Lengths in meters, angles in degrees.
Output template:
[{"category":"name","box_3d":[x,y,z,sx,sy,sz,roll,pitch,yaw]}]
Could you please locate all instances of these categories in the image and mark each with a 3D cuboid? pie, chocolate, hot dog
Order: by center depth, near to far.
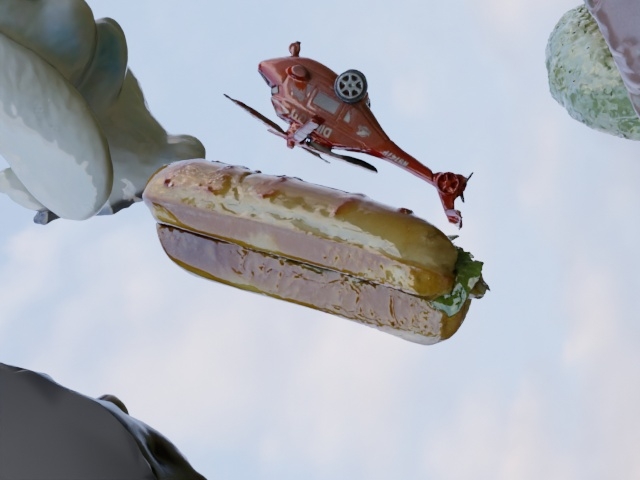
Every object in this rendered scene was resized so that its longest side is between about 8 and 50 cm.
[{"category":"hot dog","box_3d":[0.000,0.000,1.263,0.076,0.250,0.104,-60,-33,-29]},{"category":"pie","box_3d":[0.319,-0.119,1.393,0.323,0.323,0.070,-36,-45,-53]},{"category":"chocolate","box_3d":[-0.230,0.213,1.438,0.210,0.340,0.225,51,-127,-68]}]

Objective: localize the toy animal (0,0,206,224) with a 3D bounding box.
[{"category":"toy animal","box_3d":[-0.255,-0.139,1.734,0.174,0.249,0.289,-42,-71,-7]}]

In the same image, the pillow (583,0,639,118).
[{"category":"pillow","box_3d":[0.264,-0.082,1.025,0.084,0.223,0.236,-61,-43,-40]}]

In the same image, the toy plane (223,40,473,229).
[{"category":"toy plane","box_3d":[0.032,-0.083,1.493,0.077,0.194,0.126,-58,-29,-7]}]
